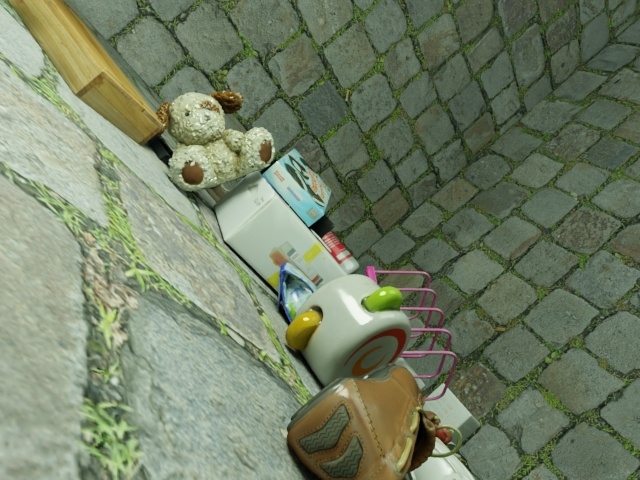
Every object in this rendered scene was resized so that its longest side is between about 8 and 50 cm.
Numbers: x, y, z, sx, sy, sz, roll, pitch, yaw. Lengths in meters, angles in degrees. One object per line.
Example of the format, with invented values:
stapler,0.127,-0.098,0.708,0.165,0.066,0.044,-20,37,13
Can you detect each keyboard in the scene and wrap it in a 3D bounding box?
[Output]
keyboard,-0.448,-0.293,1.151,0.317,0.033,0.201,48,-1,32

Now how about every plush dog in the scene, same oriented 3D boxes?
plush dog,-0.274,-0.244,1.075,0.210,0.262,0.225,-5,-73,62

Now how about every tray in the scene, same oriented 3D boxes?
tray,-0.509,-0.400,0.950,0.411,0.076,0.203,48,-1,19

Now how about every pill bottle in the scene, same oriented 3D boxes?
pill bottle,-0.047,0.029,1.878,0.407,0.229,0.229,50,0,11

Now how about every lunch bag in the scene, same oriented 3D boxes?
lunch bag,-0.046,0.121,0.970,0.151,0.096,0.129,63,-2,-5

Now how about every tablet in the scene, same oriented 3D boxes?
tablet,0.000,0.000,1.197,0.054,0.006,0.083,50,-2,-27

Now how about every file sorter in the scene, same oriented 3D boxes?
file sorter,0.214,0.237,1.147,0.290,0.182,0.202,-94,-174,-52

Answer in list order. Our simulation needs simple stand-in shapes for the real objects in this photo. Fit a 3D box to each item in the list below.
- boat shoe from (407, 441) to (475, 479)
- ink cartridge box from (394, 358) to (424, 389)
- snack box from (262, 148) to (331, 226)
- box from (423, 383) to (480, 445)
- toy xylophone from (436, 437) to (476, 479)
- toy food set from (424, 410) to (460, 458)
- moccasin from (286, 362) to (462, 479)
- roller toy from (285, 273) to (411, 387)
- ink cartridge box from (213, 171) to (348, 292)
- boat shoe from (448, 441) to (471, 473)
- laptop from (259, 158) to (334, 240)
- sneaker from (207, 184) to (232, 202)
boat shoe,0.216,0.427,0.716,0.096,0.098,0.277,51,0,-40
ink cartridge box,0.198,0.387,1.306,0.127,0.128,0.176,50,-1,-3
snack box,-0.057,-0.167,1.320,0.187,0.060,0.322,49,15,-10
box,0.353,0.536,1.320,0.091,0.170,0.130,48,1,-39
toy xylophone,0.279,0.514,0.898,0.236,0.081,0.322,50,0,-24
toy food set,0.278,0.475,1.167,0.128,0.071,0.218,25,-6,-18
moccasin,0.089,0.245,0.583,0.147,0.139,0.380,50,0,22
roller toy,0.050,0.165,0.820,0.146,0.209,0.191,48,-14,39
ink cartridge box,-0.086,0.028,1.176,0.384,0.160,0.279,50,-1,-28
boat shoe,0.359,0.611,1.228,0.228,0.081,0.068,43,11,-45
laptop,-0.134,-0.080,1.444,0.264,0.234,0.136,50,1,24
sneaker,-0.341,-0.199,1.378,0.188,0.071,0.066,50,0,-14
